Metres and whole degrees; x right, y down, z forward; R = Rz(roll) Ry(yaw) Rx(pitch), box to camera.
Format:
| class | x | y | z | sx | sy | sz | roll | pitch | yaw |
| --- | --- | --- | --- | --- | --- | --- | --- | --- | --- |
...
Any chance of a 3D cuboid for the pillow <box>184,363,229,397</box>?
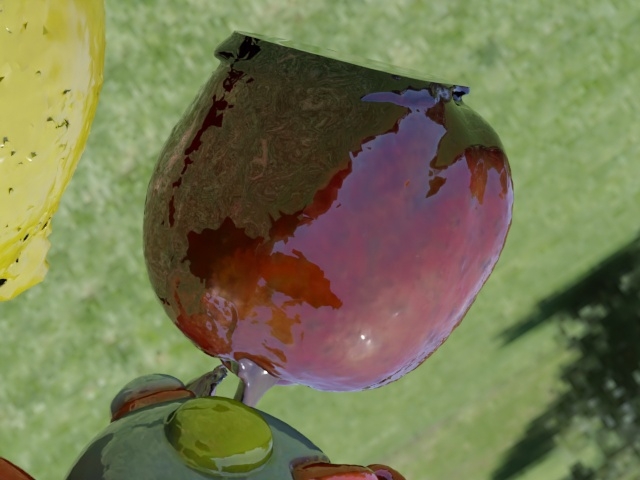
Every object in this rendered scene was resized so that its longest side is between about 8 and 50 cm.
| class | x | y | z | sx | sy | sz | roll | pitch | yaw |
| --- | --- | --- | --- | --- | --- | --- | --- | --- | --- |
| pillow | -0.141 | 0.176 | 1.355 | 0.185 | 0.043 | 0.118 | -55 | -178 | -20 |

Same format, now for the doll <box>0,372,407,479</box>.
| class | x | y | z | sx | sy | sz | roll | pitch | yaw |
| --- | --- | --- | --- | --- | --- | --- | --- | --- | --- |
| doll | -0.087 | 0.137 | 0.684 | 0.336 | 0.200 | 0.105 | -7 | 141 | -39 |

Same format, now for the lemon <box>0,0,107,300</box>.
| class | x | y | z | sx | sy | sz | roll | pitch | yaw |
| --- | --- | --- | --- | --- | --- | --- | --- | --- | --- |
| lemon | -0.147 | -0.067 | 0.474 | 0.173 | 0.206 | 0.173 | -12 | -148 | 7 |

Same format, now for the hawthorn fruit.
| class | x | y | z | sx | sy | sz | roll | pitch | yaw |
| --- | --- | --- | --- | --- | --- | --- | --- | --- | --- |
| hawthorn fruit | 0.000 | 0.000 | 1.028 | 0.215 | 0.215 | 0.250 | 118 | -5 | -75 |
